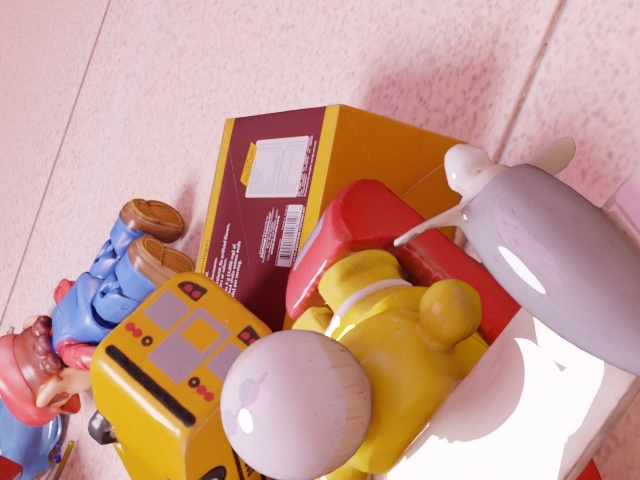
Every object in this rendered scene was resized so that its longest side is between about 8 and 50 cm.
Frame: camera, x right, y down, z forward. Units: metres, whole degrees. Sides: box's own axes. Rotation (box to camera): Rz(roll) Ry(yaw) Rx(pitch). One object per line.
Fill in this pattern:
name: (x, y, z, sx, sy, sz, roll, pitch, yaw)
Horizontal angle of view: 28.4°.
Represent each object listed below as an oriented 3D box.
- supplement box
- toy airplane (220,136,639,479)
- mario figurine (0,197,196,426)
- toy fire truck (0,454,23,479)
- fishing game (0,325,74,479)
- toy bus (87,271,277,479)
supplement box: (0.000, 0.000, 1.055, 0.194, 0.129, 0.191, 3, 80, 59)
toy airplane: (0.068, 0.133, 0.746, 0.384, 0.272, 0.386, -3, 75, 58)
mario figurine: (-0.251, 0.103, 1.477, 0.320, 0.170, 0.198, -45, 5, 25)
toy fire truck: (-0.441, 0.395, 1.467, 0.302, 0.169, 0.254, -63, -6, 21)
fishing game: (-0.382, 0.233, 1.679, 0.264, 0.041, 0.189, 42, 115, 47)
toy bus: (-0.095, 0.169, 1.040, 0.108, 0.130, 0.332, 36, 158, 23)
